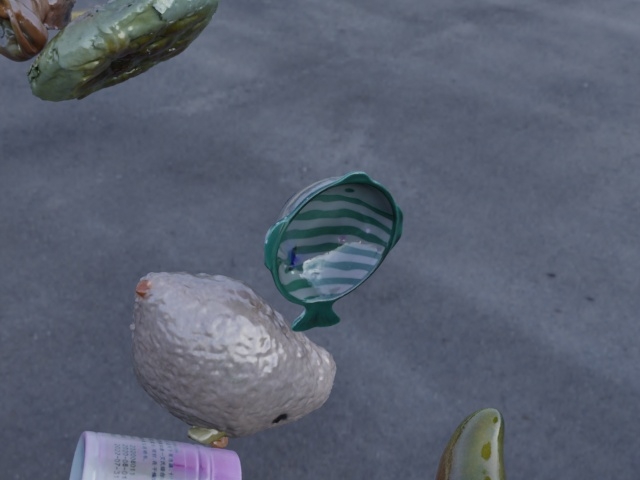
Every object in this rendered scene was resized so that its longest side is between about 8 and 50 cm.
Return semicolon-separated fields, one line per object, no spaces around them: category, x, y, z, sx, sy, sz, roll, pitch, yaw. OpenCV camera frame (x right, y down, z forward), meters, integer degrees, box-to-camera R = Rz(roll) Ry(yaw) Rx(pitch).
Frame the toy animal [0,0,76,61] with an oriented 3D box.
toy animal;-0.408;-0.318;1.328;0.097;0.157;0.312;-39;30;17

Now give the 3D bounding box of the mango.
mango;0.254;0.425;1.632;0.129;0.146;0.289;12;49;-3

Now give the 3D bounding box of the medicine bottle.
medicine bottle;-0.268;0.397;1.573;0.254;0.152;0.152;12;26;-19

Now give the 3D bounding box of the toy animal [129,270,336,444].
toy animal;-0.148;0.170;1.386;0.226;0.358;0.188;-33;33;20

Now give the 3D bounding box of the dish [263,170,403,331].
dish;0.000;0.000;1.318;0.224;0.246;0.078;-7;34;-35

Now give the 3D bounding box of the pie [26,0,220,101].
pie;-0.246;-0.260;1.262;0.306;0.071;0.306;-32;2;1

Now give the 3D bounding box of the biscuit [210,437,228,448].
biscuit;-0.206;0.351;1.841;0.091;0.015;0.078;59;16;14
